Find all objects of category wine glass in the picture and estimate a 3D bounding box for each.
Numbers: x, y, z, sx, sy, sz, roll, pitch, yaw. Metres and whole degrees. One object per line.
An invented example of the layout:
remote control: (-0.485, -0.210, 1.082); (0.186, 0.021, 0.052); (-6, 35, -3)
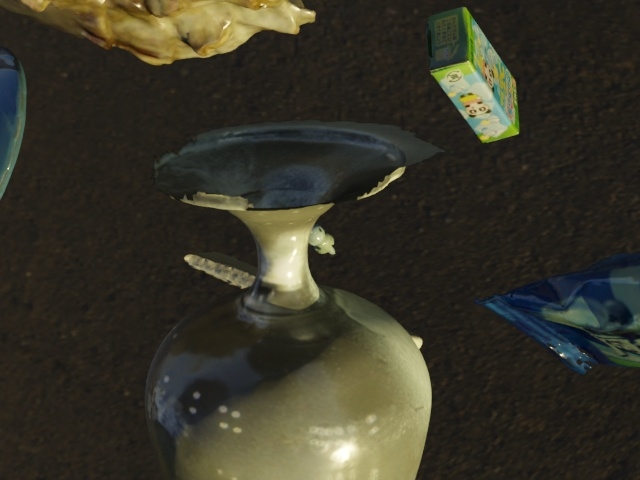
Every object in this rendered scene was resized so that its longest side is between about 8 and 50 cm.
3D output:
wine glass: (-0.023, 0.085, 0.869); (0.238, 0.238, 0.322); (14, 116, 31)

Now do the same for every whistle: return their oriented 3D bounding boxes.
whistle: (0.000, 0.000, 1.766); (0.035, 0.100, 0.035); (-9, 66, 20)

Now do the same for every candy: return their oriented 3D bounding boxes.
candy: (0.302, 0.057, 0.934); (0.331, 0.187, 0.077); (-12, 55, 45)
candy: (0.214, -0.228, 1.554); (0.062, 0.194, 0.097); (-15, 58, 25)

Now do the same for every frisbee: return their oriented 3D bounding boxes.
frisbee: (-0.514, -0.146, 1.616); (0.289, 0.049, 0.289); (-19, 63, 45)

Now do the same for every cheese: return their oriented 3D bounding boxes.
cheese: (-0.031, 0.089, 1.703); (0.400, 0.085, 0.034); (22, 96, 27)

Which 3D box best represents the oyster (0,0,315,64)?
oyster: (-0.140, -0.184, 0.559); (0.198, 0.337, 0.133); (24, 90, 38)
